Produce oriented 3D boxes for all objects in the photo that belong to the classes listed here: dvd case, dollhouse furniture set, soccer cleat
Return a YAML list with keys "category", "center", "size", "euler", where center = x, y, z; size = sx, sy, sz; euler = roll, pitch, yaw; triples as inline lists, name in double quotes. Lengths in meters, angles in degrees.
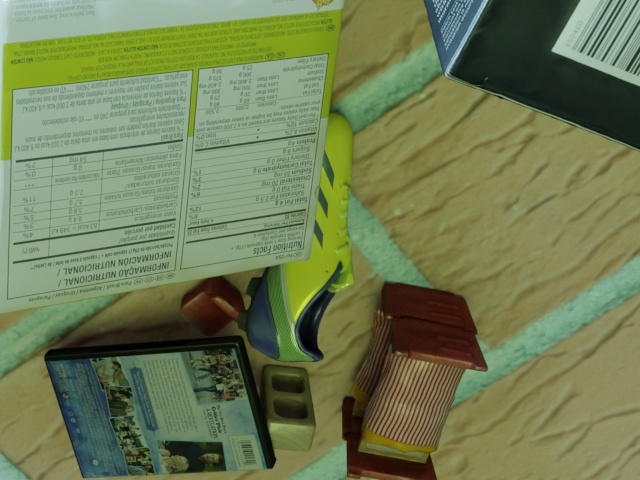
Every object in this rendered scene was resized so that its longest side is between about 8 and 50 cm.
- category: "dvd case"
  center: [-0.192, 0.202, 2.160]
  size: [0.253, 0.022, 0.180]
  euler: [-5, 116, 18]
- category: "dollhouse furniture set"
  center: [-0.014, 0.157, 2.165]
  size: [0.374, 0.152, 0.201]
  euler: [10, 120, -11]
- category: "soccer cleat"
  center: [0.000, 0.001, 2.045]
  size: [0.121, 0.093, 0.289]
  euler: [17, 91, 29]

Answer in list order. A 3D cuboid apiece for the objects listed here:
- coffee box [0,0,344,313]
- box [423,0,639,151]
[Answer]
- category: "coffee box"
  center: [-0.213, -0.170, 1.782]
  size: [0.338, 0.337, 0.334]
  euler: [-10, 125, -26]
- category: "box"
  center: [0.268, -0.283, 1.774]
  size: [0.294, 0.395, 0.212]
  euler: [19, 119, -15]
